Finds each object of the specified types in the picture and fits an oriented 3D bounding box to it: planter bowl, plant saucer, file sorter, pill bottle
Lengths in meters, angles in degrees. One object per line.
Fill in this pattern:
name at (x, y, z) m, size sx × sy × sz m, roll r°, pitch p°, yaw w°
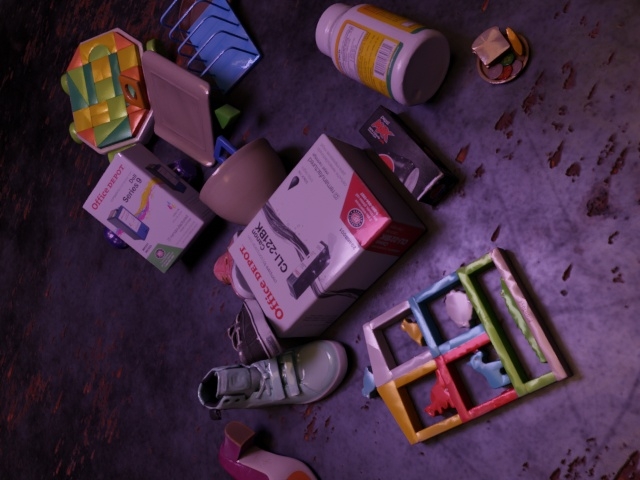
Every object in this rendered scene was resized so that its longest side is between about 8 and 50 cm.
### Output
planter bowl at (-0.119, -0.088, 1.034) m, size 0.109 × 0.162 × 0.162 m, roll 46°, pitch 113°, yaw 4°
plant saucer at (-0.243, -0.502, 1.258) m, size 0.168 × 0.029 × 0.169 m, roll -7°, pitch 78°, yaw 36°
file sorter at (-0.222, -0.402, 1.157) m, size 0.118 × 0.104 × 0.170 m, roll -38°, pitch 76°, yaw 27°
pill bottle at (0.090, -0.302, 0.916) m, size 0.208 × 0.117 × 0.118 m, roll 38°, pitch 106°, yaw 35°

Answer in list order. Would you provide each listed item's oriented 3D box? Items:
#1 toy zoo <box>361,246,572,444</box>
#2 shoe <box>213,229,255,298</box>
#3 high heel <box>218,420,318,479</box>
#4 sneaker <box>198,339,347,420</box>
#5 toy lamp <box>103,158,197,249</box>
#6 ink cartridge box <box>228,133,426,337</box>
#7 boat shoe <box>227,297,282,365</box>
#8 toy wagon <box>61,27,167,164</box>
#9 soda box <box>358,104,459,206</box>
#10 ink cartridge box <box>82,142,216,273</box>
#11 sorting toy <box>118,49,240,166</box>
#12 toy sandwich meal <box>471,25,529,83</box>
toy zoo at (0.177, 0.165, 0.833) m, size 0.293 × 0.030 × 0.193 m, roll -36°, pitch 63°, yaw 28°
shoe at (-0.149, 0.062, 1.054) m, size 0.081 × 0.063 × 0.178 m, roll -52°, pitch 29°, yaw 25°
high heel at (-0.082, 0.418, 0.983) m, size 0.244 × 0.082 × 0.117 m, roll 28°, pitch 129°, yaw 24°
sneaker at (-0.085, 0.230, 0.949) m, size 0.255 × 0.151 × 0.094 m, roll -28°, pitch 66°, yaw 30°
toy lamp at (-0.368, -0.079, 1.262) m, size 0.274 × 0.080 × 0.080 m, roll -38°, pitch 62°, yaw 30°
ink cartridge box at (0.000, 0.000, 0.941) m, size 0.273 × 0.114 × 0.197 m, roll -48°, pitch 58°, yaw 23°
boat shoe at (-0.121, 0.149, 0.970) m, size 0.070 × 0.219 × 0.078 m, roll -27°, pitch 101°, yaw -8°
toy wagon at (-0.461, -0.300, 1.324) m, size 0.267 × 0.068 × 0.345 m, roll -13°, pitch 85°, yaw 20°
soda box at (0.133, -0.132, 0.898) m, size 0.060 × 0.053 × 0.169 m, roll -48°, pitch 57°, yaw 22°
ink cartridge box at (-0.338, -0.065, 1.158) m, size 0.212 × 0.093 × 0.154 m, roll 42°, pitch 113°, yaw -5°
sorting toy at (-0.276, -0.268, 1.171) m, size 0.347 × 0.047 × 0.196 m, roll 33°, pitch 142°, yaw 20°
toy sandwich meal at (0.258, -0.269, 0.837) m, size 0.085 × 0.029 × 0.086 m, roll -6°, pitch 79°, yaw 37°
